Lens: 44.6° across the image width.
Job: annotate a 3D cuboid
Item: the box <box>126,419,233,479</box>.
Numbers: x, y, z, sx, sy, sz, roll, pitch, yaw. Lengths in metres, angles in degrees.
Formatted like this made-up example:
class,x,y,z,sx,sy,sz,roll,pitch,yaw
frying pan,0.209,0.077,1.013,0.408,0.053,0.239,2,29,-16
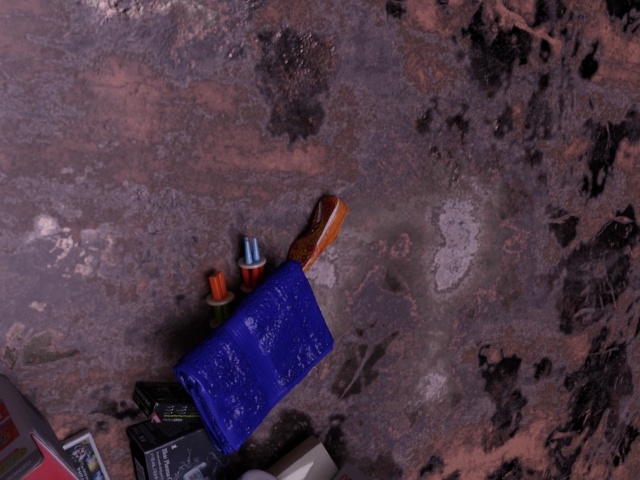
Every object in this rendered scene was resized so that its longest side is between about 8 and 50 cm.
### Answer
class,x,y,z,sx,sy,sz,roll,pitch,yaw
box,-0.253,0.398,1.422,0.158,0.093,0.156,-18,115,-30

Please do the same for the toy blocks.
class,x,y,z,sx,sy,sz,roll,pitch,yaw
toy blocks,-0.152,0.074,1.405,0.123,0.054,0.148,-17,115,-29

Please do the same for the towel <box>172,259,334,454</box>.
class,x,y,z,sx,sy,sz,roll,pitch,yaw
towel,-0.102,0.207,1.386,0.308,0.076,0.228,-46,133,-32

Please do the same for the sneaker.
class,x,y,z,sx,sy,sz,roll,pitch,yaw
sneaker,0.000,0.000,1.481,0.175,0.064,0.067,-55,137,-3

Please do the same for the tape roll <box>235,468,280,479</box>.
class,x,y,z,sx,sy,sz,roll,pitch,yaw
tape roll,-0.118,0.557,1.386,0.169,0.246,0.246,-40,127,9

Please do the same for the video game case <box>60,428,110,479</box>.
class,x,y,z,sx,sy,sz,roll,pitch,yaw
video game case,-0.450,0.443,1.348,0.173,0.022,0.191,-25,117,-25

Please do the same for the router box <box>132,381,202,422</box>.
class,x,y,z,sx,sy,sz,roll,pitch,yaw
router box,-0.258,0.286,1.381,0.122,0.092,0.038,10,100,-35

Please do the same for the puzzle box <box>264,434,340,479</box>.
class,x,y,z,sx,sy,sz,roll,pitch,yaw
puzzle box,-0.021,0.644,1.625,0.272,0.052,0.409,-34,109,-17

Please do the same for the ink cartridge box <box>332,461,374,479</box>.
class,x,y,z,sx,sy,sz,roll,pitch,yaw
ink cartridge box,0.044,0.615,1.497,0.129,0.223,0.307,43,80,-22

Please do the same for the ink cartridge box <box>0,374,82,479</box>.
class,x,y,z,sx,sy,sz,roll,pitch,yaw
ink cartridge box,-0.521,0.387,1.124,0.309,0.271,0.130,-40,123,-16
